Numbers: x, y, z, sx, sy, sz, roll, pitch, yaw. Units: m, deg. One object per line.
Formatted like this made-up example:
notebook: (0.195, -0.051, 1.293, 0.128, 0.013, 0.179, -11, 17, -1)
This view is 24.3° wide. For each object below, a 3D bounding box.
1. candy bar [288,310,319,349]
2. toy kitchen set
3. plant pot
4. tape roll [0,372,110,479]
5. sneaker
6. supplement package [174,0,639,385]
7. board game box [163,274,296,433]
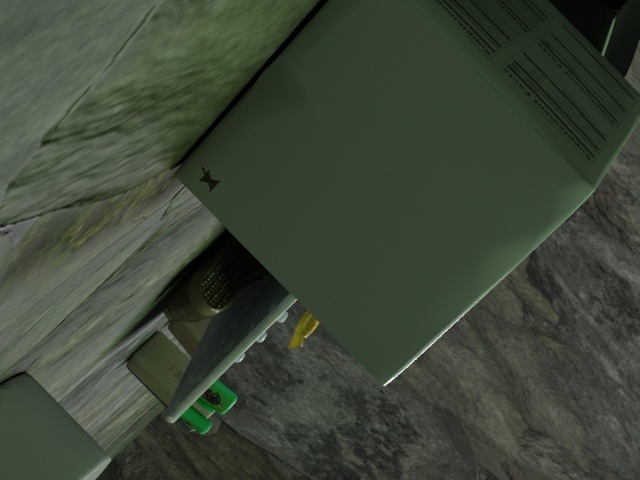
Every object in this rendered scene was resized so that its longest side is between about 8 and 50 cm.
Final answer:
candy bar: (0.014, 0.053, 1.628, 0.161, 0.018, 0.040, -53, -169, -19)
toy kitchen set: (-0.157, 0.159, 1.945, 0.207, 0.122, 0.166, -43, 177, -34)
plant pot: (0.317, -0.287, 1.899, 0.188, 0.187, 0.167, -42, 164, -45)
tape roll: (-0.298, 0.237, 1.154, 0.286, 0.100, 0.286, -45, 178, -2)
sneaker: (-0.102, 0.028, 1.584, 0.071, 0.066, 0.188, -21, -169, 36)
supplement package: (0.075, -0.071, 1.028, 0.199, 0.198, 0.263, -45, 178, 25)
board game box: (0.000, 0.000, 1.684, 0.390, 0.050, 0.390, -45, -168, 29)
